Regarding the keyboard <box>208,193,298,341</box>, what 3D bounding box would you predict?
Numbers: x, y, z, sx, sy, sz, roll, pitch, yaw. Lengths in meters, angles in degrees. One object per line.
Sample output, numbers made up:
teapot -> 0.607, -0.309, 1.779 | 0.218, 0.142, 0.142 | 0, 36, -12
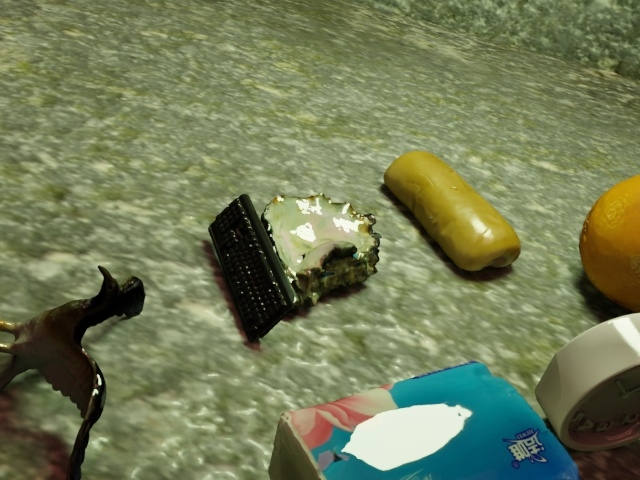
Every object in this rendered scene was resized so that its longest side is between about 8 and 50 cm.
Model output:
keyboard -> -0.104, 0.032, 0.897 | 0.025, 0.094, 0.230 | 29, 24, -46

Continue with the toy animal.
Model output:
toy animal -> -0.275, 0.103, 0.665 | 0.160, 0.197, 0.272 | 3, 42, -13

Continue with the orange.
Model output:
orange -> 0.568, 0.007, 1.065 | 0.246, 0.246, 0.246 | 11, 36, -8

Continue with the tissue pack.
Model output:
tissue pack -> 0.111, 0.249, 0.653 | 0.270, 0.137, 0.209 | -7, 43, -30

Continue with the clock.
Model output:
clock -> 0.376, 0.182, 0.796 | 0.197, 0.196, 0.068 | 2, 39, -19

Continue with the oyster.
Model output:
oyster -> -0.002, 0.007, 0.979 | 0.198, 0.092, 0.259 | 17, 27, 0

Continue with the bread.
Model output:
bread -> 0.237, -0.064, 1.163 | 0.142, 0.091, 0.305 | -3, 41, -34
